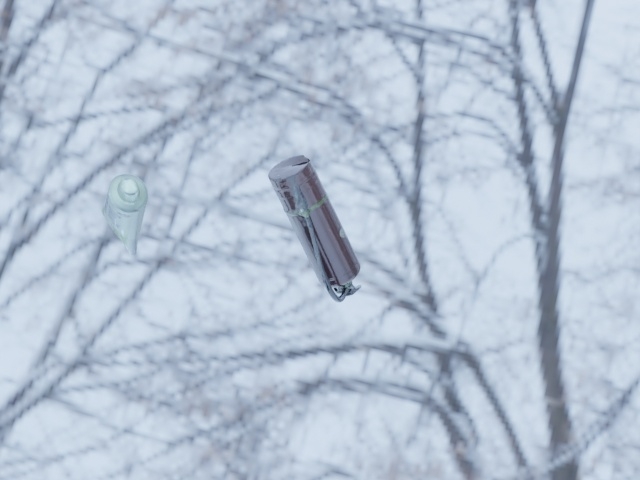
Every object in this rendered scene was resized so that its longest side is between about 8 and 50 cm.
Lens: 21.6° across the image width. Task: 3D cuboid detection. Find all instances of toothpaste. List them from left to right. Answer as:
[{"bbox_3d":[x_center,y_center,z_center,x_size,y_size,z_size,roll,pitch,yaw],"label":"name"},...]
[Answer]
[{"bbox_3d":[-0.155,-0.023,1.323,0.048,0.029,0.197,57,-13,3],"label":"toothpaste"}]

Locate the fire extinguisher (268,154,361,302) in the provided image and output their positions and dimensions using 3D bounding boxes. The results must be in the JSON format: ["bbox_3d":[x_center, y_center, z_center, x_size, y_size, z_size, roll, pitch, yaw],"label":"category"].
[{"bbox_3d":[0.000,0.000,1.577,0.045,0.078,0.157,-15,-63,21],"label":"fire extinguisher"}]
